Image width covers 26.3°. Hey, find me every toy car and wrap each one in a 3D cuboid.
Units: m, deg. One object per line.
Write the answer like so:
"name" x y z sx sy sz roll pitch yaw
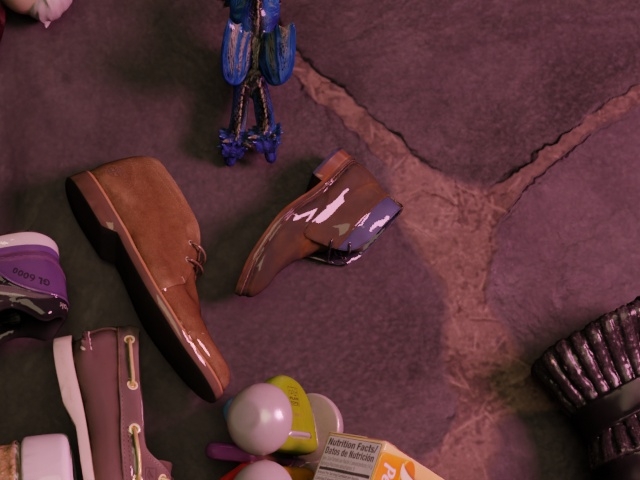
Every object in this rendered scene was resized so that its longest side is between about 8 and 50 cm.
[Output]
"toy car" -0.060 0.238 1.471 0.136 0.159 0.182 -11 74 30

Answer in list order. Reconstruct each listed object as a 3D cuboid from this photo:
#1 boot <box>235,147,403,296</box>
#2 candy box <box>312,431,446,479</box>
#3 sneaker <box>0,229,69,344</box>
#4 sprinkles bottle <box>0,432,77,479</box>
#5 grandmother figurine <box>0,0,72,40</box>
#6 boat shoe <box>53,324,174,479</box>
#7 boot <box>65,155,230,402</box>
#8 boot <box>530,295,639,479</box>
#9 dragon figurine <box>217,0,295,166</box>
"boot" 0.000 0.000 1.570 0.106 0.082 0.219 36 70 8
"candy box" 0.039 0.378 1.405 0.183 0.087 0.316 38 64 -42
"sneaker" -0.413 0.076 1.466 0.283 0.107 0.124 -13 54 -10
"sprinkles bottle" -0.431 0.280 1.412 0.355 0.121 0.121 -6 74 -8
"grandmother figurine" -0.447 -0.267 1.593 0.342 0.104 0.208 -16 84 -9
"boat shoe" -0.205 0.245 1.455 0.096 0.116 0.324 -14 69 -8
"boot" -0.165 0.035 1.533 0.115 0.112 0.305 -25 75 -24
"boot" 0.305 0.238 1.502 0.348 0.131 0.260 -32 86 -26
"dragon figurine" -0.074 -0.226 1.570 0.085 0.289 0.144 1 35 -9
